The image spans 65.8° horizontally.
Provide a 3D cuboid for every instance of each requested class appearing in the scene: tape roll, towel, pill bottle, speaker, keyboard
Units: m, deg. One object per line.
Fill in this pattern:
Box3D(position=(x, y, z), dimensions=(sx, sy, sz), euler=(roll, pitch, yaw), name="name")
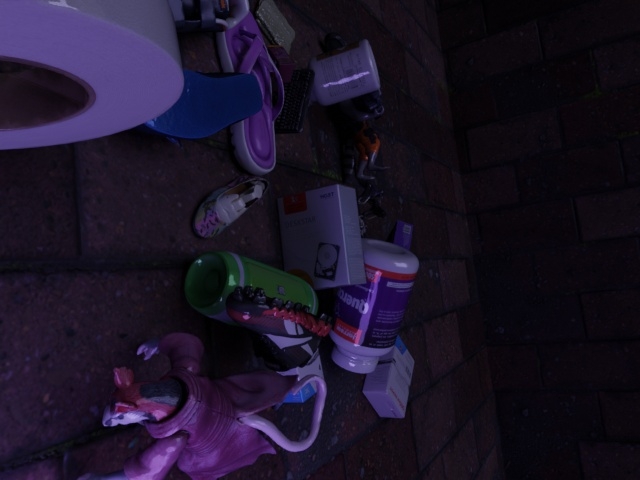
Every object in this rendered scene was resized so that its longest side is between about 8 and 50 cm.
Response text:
Box3D(position=(-0.327, -0.165, 0.462), dimensions=(0.392, 0.392, 0.072), euler=(-7, 88, -60), name="tape roll")
Box3D(position=(-0.119, -0.567, 1.308), dimensions=(0.148, 0.027, 0.110), euler=(47, 44, -44), name="towel")
Box3D(position=(0.032, -0.429, 1.303), dimensions=(0.131, 0.229, 0.131), euler=(-14, 90, -76), name="pill bottle")
Box3D(position=(0.126, 0.167, 1.270), dimensions=(0.181, 0.181, 0.323), euler=(-10, 117, -60), name="pill bottle")
Box3D(position=(-0.126, 0.109, 0.990), dimensions=(0.296, 0.131, 0.131), euler=(27, 58, -54), name="speaker")
Box3D(position=(-0.080, -0.347, 1.234), dimensions=(0.023, 0.108, 0.180), euler=(45, 53, -60), name="keyboard")

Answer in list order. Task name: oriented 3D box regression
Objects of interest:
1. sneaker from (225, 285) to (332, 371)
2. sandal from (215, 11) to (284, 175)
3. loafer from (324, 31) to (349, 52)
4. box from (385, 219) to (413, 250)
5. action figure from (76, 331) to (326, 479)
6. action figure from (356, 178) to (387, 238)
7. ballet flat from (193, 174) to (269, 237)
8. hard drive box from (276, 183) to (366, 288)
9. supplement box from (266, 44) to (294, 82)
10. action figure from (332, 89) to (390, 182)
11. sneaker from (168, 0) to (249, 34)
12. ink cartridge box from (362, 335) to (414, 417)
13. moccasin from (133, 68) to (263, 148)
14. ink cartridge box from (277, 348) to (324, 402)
Box3D(position=(-0.080, 0.167, 0.887), dimensions=(0.276, 0.098, 0.135), euler=(34, 78, -55), name="sneaker")
Box3D(position=(-0.138, -0.356, 1.134), dimensions=(0.169, 0.102, 0.416), euler=(0, 80, -61), name="sandal")
Box3D(position=(0.078, -0.565, 1.596), dimensions=(0.223, 0.076, 0.078), euler=(52, 32, -45), name="loafer")
Box3D(position=(0.206, 0.110, 1.516), dimensions=(0.201, 0.057, 0.293), euler=(110, -2, -51), name="box")
Box3D(position=(-0.174, 0.271, 0.727), dimensions=(0.370, 0.276, 0.248), euler=(61, 33, -60), name="action figure")
Box3D(position=(0.065, -0.030, 1.359), dimensions=(0.275, 0.141, 0.164), euler=(-51, 138, -21), name="action figure")
Box3D(position=(-0.173, -0.080, 1.013), dimensions=(0.221, 0.079, 0.077), euler=(-52, 126, -52), name="ballet flat")
Box3D(position=(0.000, 0.000, 1.185), dimensions=(0.089, 0.181, 0.232), euler=(5, 76, -57), name="hard drive box")
Box3D(position=(-0.103, -0.437, 1.226), dimensions=(0.043, 0.055, 0.083), euler=(-11, 54, -27), name="supplement box")
Box3D(position=(0.112, -0.357, 1.505), dimensions=(0.341, 0.179, 0.330), euler=(-11, 86, -85), name="action figure")
Box3D(position=(-0.257, -0.449, 0.923), dimensions=(0.321, 0.127, 0.126), euler=(-44, 132, -54), name="sneaker")
Box3D(position=(0.211, 0.415, 1.516), dimensions=(0.148, 0.086, 0.203), euler=(59, 37, -32), name="ink cartridge box")
Box3D(position=(-0.238, -0.242, 0.921), dimensions=(0.342, 0.117, 0.137), euler=(-26, 112, -59), name="moccasin")
Box3D(position=(-0.054, 0.264, 1.130), dimensions=(0.104, 0.060, 0.180), euler=(-13, 93, -60), name="ink cartridge box")
